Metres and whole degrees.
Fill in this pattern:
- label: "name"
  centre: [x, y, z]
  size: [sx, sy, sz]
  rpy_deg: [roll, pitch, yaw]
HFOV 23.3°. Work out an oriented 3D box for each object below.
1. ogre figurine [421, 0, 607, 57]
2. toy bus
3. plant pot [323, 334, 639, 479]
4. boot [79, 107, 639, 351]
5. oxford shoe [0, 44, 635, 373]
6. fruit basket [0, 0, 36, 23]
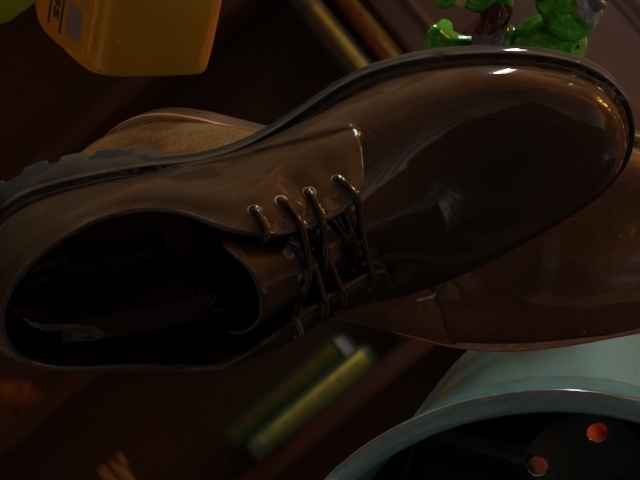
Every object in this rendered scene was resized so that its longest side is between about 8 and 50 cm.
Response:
- label: "ogre figurine"
  centre: [0.140, -0.151, 1.146]
  size: [0.097, 0.118, 0.197]
  rpy_deg: [-55, -13, -49]
- label: "toy bus"
  centre: [-0.115, -0.290, 1.068]
  size: [0.108, 0.130, 0.333]
  rpy_deg: [-4, -59, -33]
- label: "plant pot"
  centre: [0.163, 0.205, 0.978]
  size: [0.341, 0.341, 0.334]
  rpy_deg: [-42, 1, 18]
- label: "boot"
  centre: [0.025, 0.001, 0.671]
  size: [0.305, 0.112, 0.115]
  rpy_deg: [4, 12, 15]
- label: "oxford shoe"
  centre: [0.000, 0.000, 0.502]
  size: [0.227, 0.083, 0.096]
  rpy_deg: [-18, 22, -2]
- label: "fruit basket"
  centre: [-0.264, -0.178, 0.663]
  size: [0.392, 0.392, 0.283]
  rpy_deg: [-38, -3, -22]
